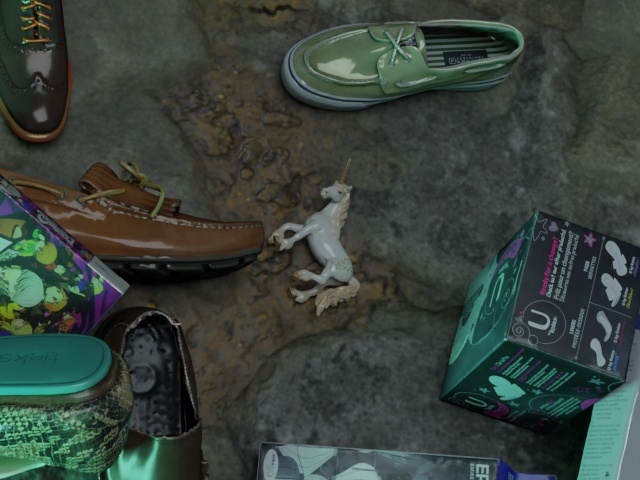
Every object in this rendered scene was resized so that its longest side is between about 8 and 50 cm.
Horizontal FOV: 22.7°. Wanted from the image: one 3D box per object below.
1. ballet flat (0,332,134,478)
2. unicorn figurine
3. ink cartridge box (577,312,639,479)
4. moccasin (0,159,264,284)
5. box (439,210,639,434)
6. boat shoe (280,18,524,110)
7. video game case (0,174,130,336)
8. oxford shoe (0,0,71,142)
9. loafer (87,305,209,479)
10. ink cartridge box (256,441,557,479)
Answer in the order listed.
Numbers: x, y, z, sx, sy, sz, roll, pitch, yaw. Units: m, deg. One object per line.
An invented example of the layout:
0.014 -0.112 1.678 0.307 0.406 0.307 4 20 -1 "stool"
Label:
-0.429 0.167 1.608 0.483 0.182 0.164 7 34 2 "ballet flat"
0.000 0.000 1.855 0.111 0.060 0.162 -18 93 -20 "unicorn figurine"
0.432 0.239 1.795 0.324 0.071 0.330 31 66 -32 "ink cartridge box"
-0.250 -0.032 1.764 0.380 0.139 0.147 6 78 -2 "moccasin"
0.244 0.096 1.774 0.142 0.247 0.163 19 67 -6 "box"
0.101 -0.229 1.934 0.302 0.094 0.109 -8 74 -17 "boat shoe"
-0.353 0.066 1.670 0.210 0.042 0.232 42 101 -5 "video game case"
-0.337 -0.246 1.825 0.097 0.098 0.271 -6 73 -16 "oxford shoe"
-0.185 0.235 1.679 0.134 0.130 0.366 -6 73 -16 "loafer"
0.092 0.312 1.719 0.333 0.065 0.165 3 69 1 "ink cartridge box"
